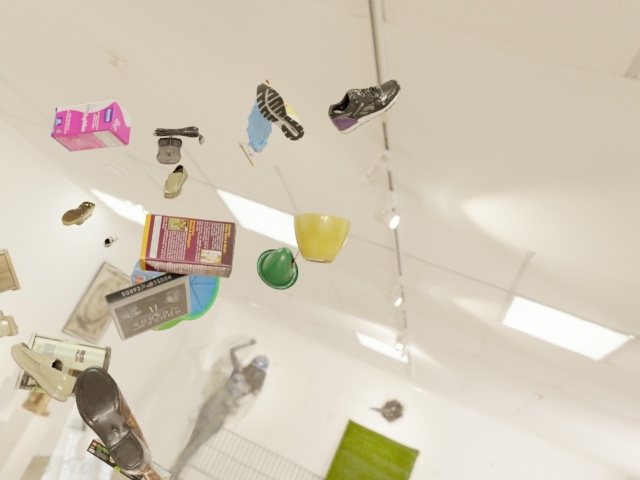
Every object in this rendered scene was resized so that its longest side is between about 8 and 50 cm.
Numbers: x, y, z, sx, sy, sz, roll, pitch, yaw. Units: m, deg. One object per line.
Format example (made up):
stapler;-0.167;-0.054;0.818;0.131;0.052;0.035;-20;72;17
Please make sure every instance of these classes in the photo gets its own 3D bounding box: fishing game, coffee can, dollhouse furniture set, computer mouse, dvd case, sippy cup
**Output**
fishing game;-0.205;-0.385;1.876;0.041;0.264;0.189;13;-16;17
coffee can;-0.919;0.454;2.038;0.275;0.201;0.201;18;-12;-24
dollhouse furniture set;-0.769;0.064;1.339;0.355;0.174;0.303;-10;-81;43
computer mouse;-0.533;-0.370;2.149;0.184;0.060;0.262;-4;-19;-14
dvd case;-0.392;0.151;1.320;0.029;0.179;0.238;60;-23;21
sippy cup;-0.489;0.130;1.865;0.224;0.305;0.240;7;-63;34

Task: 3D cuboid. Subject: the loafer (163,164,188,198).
loafer;-0.447;-0.181;1.734;0.056;0.148;0.050;-2;-51;7

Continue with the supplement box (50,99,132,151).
supplement box;-0.747;-0.373;1.861;0.220;0.111;0.114;-4;-20;10

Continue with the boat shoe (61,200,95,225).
boat shoe;-0.677;-0.066;1.594;0.050;0.045;0.135;22;27;5

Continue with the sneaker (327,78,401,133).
sneaker;0.159;-0.510;2.073;0.124;0.283;0.107;45;14;-47

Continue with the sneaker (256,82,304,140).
sneaker;-0.130;-0.402;1.749;0.081;0.094;0.208;-29;-53;14

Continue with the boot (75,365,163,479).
boot;-0.457;0.437;1.333;0.264;0.096;0.280;45;-22;17

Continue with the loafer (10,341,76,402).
loafer;-0.883;0.408;1.828;0.268;0.092;0.102;36;-20;16

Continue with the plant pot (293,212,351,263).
plant pot;0.000;0.000;1.292;0.134;0.095;0.134;5;-11;1

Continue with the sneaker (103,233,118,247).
sneaker;-0.730;0.003;1.949;0.083;0.037;0.032;-33;-92;39

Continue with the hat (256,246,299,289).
hat;-0.128;0.056;2.145;0.173;0.208;0.183;21;-39;-15

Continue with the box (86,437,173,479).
box;-0.504;0.589;1.507;0.207;0.036;0.114;24;-11;16

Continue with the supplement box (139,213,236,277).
supplement box;-0.278;0.013;1.201;0.188;0.104;0.081;6;-23;-13
